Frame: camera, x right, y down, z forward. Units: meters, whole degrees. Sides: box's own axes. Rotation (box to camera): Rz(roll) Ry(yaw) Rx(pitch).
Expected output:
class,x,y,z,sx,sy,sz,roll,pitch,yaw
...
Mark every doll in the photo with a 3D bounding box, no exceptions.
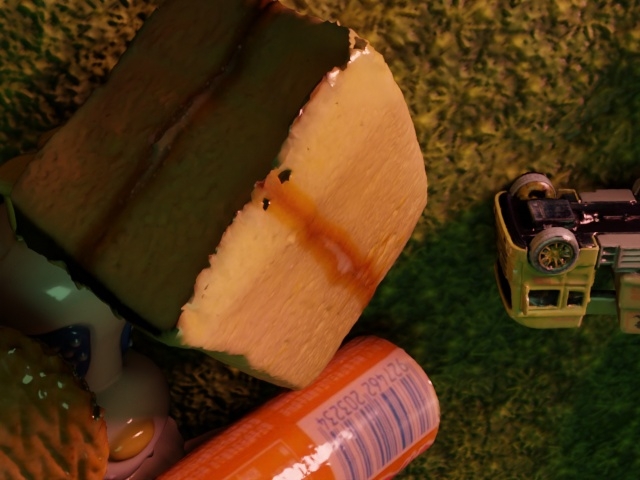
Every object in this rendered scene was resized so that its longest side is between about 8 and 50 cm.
class,x,y,z,sx,sy,sz,roll,pitch,yaw
doll,-0.145,0.069,0.813,0.138,0.119,0.293,-40,143,-42

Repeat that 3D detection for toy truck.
class,x,y,z,sx,sy,sz,roll,pitch,yaw
toy truck,0.194,0.016,0.867,0.169,0.077,0.100,-2,126,-5

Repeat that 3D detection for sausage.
class,x,y,z,sx,sy,sz,roll,pitch,yaw
sausage,-0.056,0.166,0.815,0.312,0.093,0.093,-32,143,-40

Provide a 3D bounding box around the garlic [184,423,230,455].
class,x,y,z,sx,sy,sz,roll,pitch,yaw
garlic,-0.033,0.254,0.985,0.143,0.112,0.318,-35,131,-9

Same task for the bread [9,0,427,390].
class,x,y,z,sx,sy,sz,roll,pitch,yaw
bread,0.001,0.001,0.715,0.264,0.163,0.167,35,86,-44

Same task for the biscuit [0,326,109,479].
class,x,y,z,sx,sy,sz,roll,pitch,yaw
biscuit,-0.236,0.129,0.723,0.254,0.035,0.254,-13,135,-13
